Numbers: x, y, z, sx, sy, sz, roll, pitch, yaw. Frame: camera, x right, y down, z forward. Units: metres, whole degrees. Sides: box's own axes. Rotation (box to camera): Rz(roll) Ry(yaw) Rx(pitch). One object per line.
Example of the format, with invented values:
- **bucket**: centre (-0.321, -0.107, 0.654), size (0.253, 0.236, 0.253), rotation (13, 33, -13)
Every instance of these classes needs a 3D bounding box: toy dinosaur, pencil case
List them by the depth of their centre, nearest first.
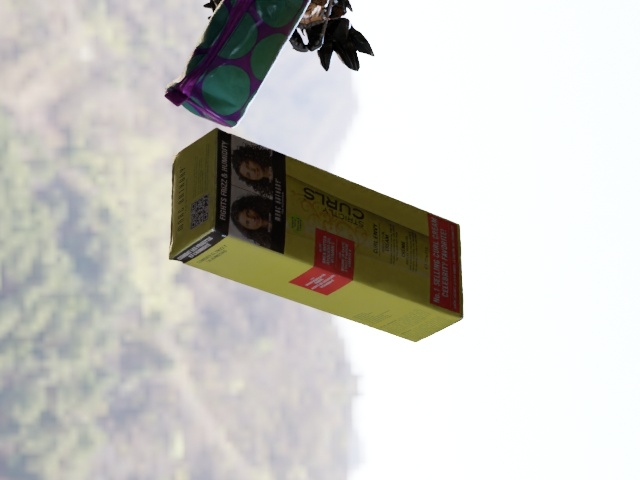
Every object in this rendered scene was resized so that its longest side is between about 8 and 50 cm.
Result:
- **pencil case**: centre (-0.056, -0.159, 1.489), size (0.151, 0.064, 0.070), rotation (-60, 153, 5)
- **toy dinosaur**: centre (-0.034, -0.267, 1.866), size (0.322, 0.164, 0.218), rotation (-77, 167, -49)

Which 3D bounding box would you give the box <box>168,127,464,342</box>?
- **box**: centre (0.000, 0.000, 1.439), size (0.058, 0.232, 0.087), rotation (-29, -130, 43)
